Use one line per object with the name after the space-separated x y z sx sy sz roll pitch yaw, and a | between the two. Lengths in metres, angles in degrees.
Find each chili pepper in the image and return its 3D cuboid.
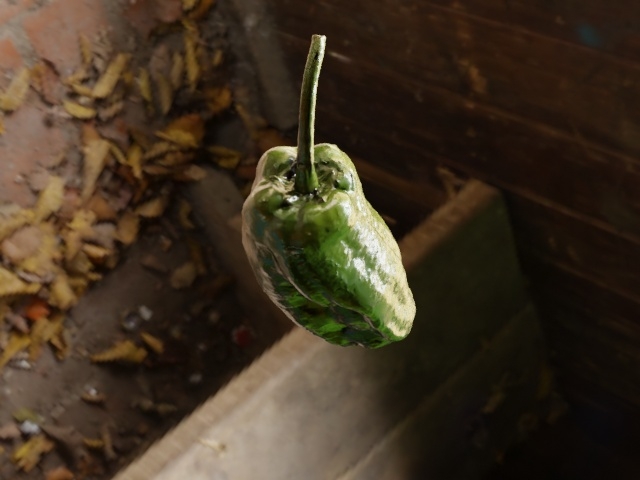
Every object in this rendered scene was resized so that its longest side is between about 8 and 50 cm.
-0.002 -0.001 0.612 0.072 0.073 0.204 -13 146 11 | chili pepper
